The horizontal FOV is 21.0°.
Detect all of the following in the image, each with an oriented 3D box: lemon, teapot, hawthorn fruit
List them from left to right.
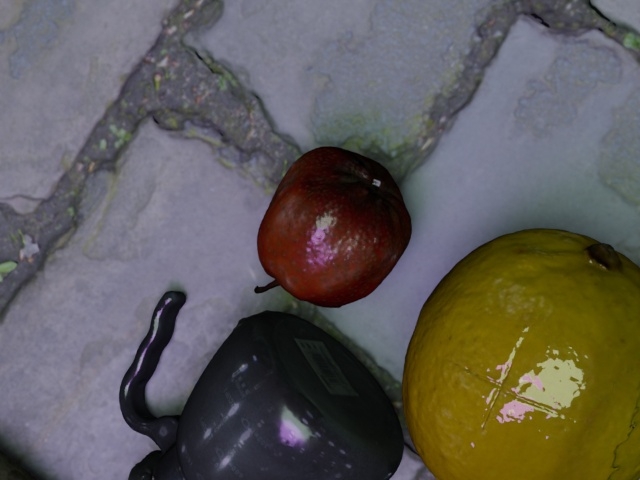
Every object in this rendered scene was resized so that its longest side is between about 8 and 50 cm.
[{"bbox_3d":[-0.106,0.214,1.833,0.305,0.223,0.285,43,108,-1],"label":"teapot"},{"bbox_3d":[0.000,0.000,1.818,0.157,0.157,0.194,46,112,0],"label":"hawthorn fruit"},{"bbox_3d":[0.224,0.138,1.735,0.297,0.297,0.297,1,98,8],"label":"lemon"}]

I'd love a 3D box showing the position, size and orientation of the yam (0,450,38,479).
[{"bbox_3d":[-0.392,0.308,1.911,0.304,0.168,0.168,40,101,1],"label":"yam"}]
